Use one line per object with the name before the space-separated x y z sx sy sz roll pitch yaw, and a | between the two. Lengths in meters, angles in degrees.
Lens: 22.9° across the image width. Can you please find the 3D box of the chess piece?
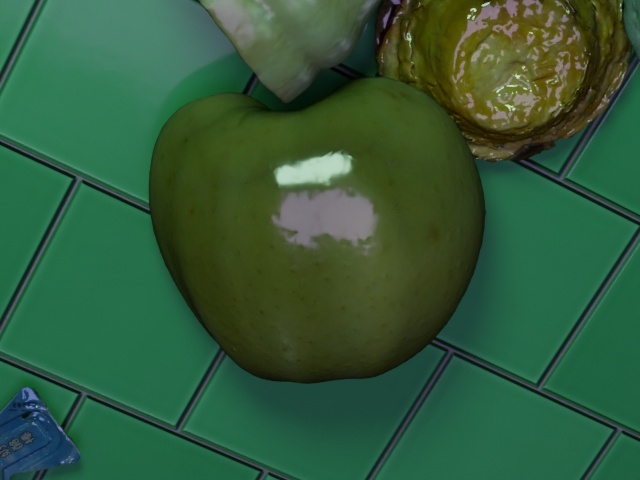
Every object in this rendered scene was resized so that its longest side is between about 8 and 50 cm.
chess piece | 0.064 -0.362 1.604 0.442 0.234 0.234 -37 111 7

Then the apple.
apple | 0.000 0.000 1.771 0.311 0.320 0.360 -30 123 -28

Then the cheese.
cheese | -0.421 0.276 1.914 0.244 0.052 0.135 -29 112 8

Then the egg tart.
egg tart | 0.206 -0.208 1.730 0.295 0.116 0.295 -2 115 -4

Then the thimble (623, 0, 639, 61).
thimble | 0.434 -0.266 1.674 0.237 0.150 0.237 2 83 -14
